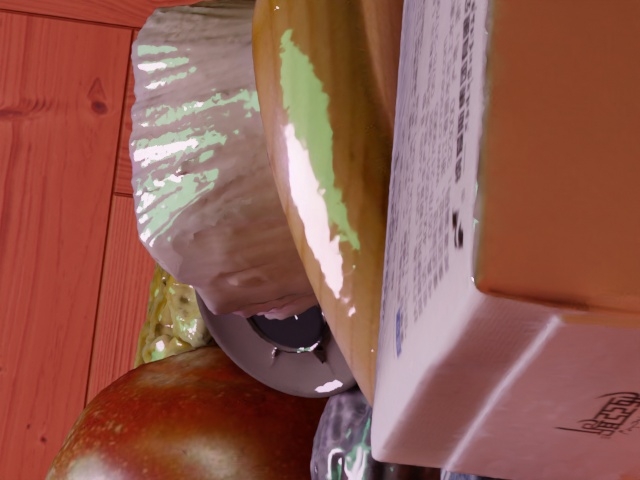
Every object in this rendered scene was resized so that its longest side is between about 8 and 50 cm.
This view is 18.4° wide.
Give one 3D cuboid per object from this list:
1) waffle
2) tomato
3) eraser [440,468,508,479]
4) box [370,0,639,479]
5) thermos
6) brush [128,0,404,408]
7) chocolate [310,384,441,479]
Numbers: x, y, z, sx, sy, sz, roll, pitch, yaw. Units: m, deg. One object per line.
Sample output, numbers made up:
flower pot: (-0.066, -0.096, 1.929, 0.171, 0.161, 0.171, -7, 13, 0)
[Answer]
waffle: (-0.091, -0.008, 1.485, 0.317, 0.073, 0.297, -117, 33, -86)
tomato: (-0.061, 0.208, 1.245, 0.303, 0.239, 0.304, -178, 90, -85)
eraser: (0.084, 0.091, 0.915, 0.092, 0.046, 0.212, 104, 172, -53)
box: (0.091, -0.072, 0.669, 0.203, 0.116, 0.274, 110, 166, -68)
thermos: (0.038, -0.013, 1.069, 0.193, 0.137, 0.105, -48, -61, -44)
brush: (0.018, -0.015, 0.865, 0.166, 0.174, 0.267, -30, 50, 36)
chocolate: (0.037, 0.170, 1.022, 0.110, 0.110, 0.248, 110, 168, -68)
